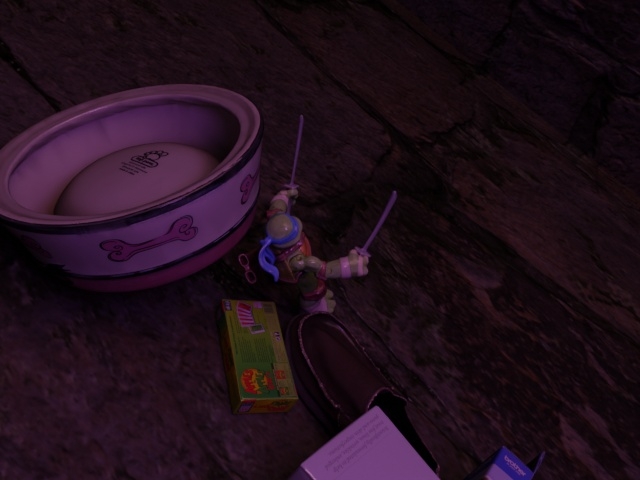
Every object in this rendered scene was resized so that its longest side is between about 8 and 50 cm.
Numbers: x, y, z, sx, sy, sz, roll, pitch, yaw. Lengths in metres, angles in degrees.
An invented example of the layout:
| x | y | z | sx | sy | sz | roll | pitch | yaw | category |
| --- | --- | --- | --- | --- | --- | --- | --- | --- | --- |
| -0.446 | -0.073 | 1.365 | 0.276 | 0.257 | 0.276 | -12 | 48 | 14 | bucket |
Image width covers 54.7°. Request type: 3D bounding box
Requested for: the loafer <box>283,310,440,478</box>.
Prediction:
| x | y | z | sx | sy | sz | roll | pitch | yaw | category |
| --- | --- | --- | --- | --- | --- | --- | --- | --- | --- |
| 0.074 | 0.242 | 0.942 | 0.134 | 0.130 | 0.366 | -11 | 55 | -39 | loafer |

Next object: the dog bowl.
| x | y | z | sx | sy | sz | roll | pitch | yaw | category |
| --- | --- | --- | --- | --- | --- | --- | --- | --- | --- |
| -0.276 | -0.085 | 0.941 | 0.408 | 0.150 | 0.408 | -6 | 37 | 5 | dog bowl |

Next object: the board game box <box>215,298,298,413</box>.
| x | y | z | sx | sy | sz | roll | pitch | yaw | category |
| --- | --- | --- | --- | --- | --- | --- | --- | --- | --- |
| -0.103 | 0.178 | 0.968 | 0.092 | 0.043 | 0.181 | 5 | 45 | -27 | board game box |

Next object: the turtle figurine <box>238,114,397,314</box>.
| x | y | z | sx | sy | sz | roll | pitch | yaw | category |
| --- | --- | --- | --- | --- | --- | --- | --- | --- | --- |
| 0.000 | 0.000 | 1.017 | 0.198 | 0.266 | 0.274 | 20 | 62 | 10 | turtle figurine |

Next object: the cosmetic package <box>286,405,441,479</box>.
| x | y | z | sx | sy | sz | roll | pitch | yaw | category |
| --- | --- | --- | --- | --- | --- | --- | --- | --- | --- |
| 0.036 | 0.340 | 0.776 | 0.151 | 0.183 | 0.151 | -23 | 63 | -45 | cosmetic package |

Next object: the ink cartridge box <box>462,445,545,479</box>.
| x | y | z | sx | sy | sz | roll | pitch | yaw | category |
| --- | --- | --- | --- | --- | --- | --- | --- | --- | --- |
| 0.172 | 0.390 | 0.806 | 0.065 | 0.185 | 0.311 | 43 | 40 | 17 | ink cartridge box |
